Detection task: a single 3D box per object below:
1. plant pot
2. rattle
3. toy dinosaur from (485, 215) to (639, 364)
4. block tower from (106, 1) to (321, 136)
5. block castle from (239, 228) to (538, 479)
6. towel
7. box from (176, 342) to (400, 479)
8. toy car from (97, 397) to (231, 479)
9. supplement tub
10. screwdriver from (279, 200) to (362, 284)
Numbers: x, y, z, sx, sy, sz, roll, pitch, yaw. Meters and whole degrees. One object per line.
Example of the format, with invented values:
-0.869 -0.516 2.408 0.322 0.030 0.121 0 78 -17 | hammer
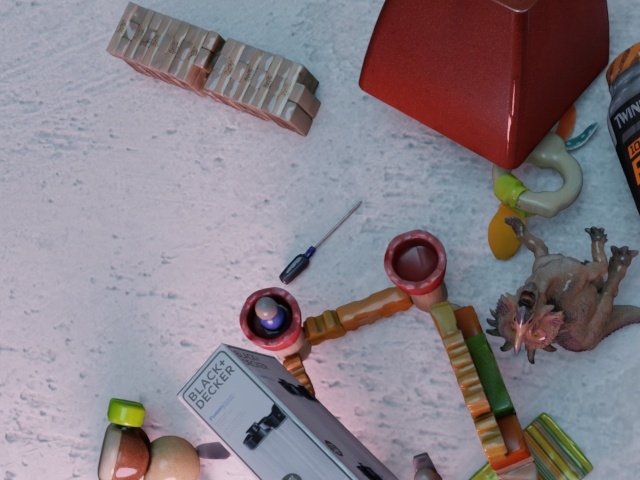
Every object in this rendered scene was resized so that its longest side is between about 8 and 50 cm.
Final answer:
0.231 -0.307 1.711 0.267 0.235 0.267 31 61 22 | plant pot
0.318 -0.082 1.797 0.130 0.142 0.199 6 43 26 | rattle
0.320 0.091 1.651 0.127 0.296 0.200 -7 60 49 | toy dinosaur
-0.160 -0.266 1.957 0.335 0.097 0.091 23 85 19 | block tower
0.100 0.236 1.656 0.303 0.213 0.453 -22 65 4 | block castle
0.252 0.348 1.720 0.237 0.021 0.102 -43 68 5 | towel
-0.019 0.253 1.500 0.290 0.169 0.087 42 96 24 | box
-0.230 0.326 1.846 0.188 0.149 0.155 13 85 -9 | toy car
0.494 -0.106 1.649 0.194 0.193 0.316 -20 68 12 | supplement tub
0.000 0.000 1.885 0.170 0.024 0.025 -48 40 -4 | screwdriver
